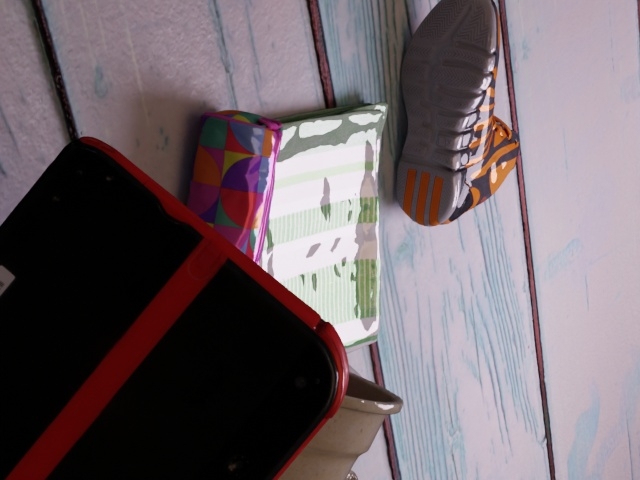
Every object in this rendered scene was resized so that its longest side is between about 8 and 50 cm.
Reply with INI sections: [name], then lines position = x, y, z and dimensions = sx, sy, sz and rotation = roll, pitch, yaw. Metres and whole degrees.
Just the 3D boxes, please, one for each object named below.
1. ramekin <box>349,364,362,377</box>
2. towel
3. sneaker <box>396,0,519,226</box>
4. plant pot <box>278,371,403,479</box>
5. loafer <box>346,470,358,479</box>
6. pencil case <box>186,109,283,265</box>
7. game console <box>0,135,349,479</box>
[ramekin]
position = -0.030, 0.219, 1.791
dimensions = 0.207, 0.109, 0.207
rotation = -32, 140, -32
[towel]
position = 0.000, 0.000, 1.862
dimensions = 0.248, 0.038, 0.324
rotation = -17, 115, -49
[sneaker]
position = 0.195, -0.183, 2.009
dimensions = 0.180, 0.125, 0.321
rotation = -19, 127, -54
[plant pot]
position = -0.119, 0.256, 1.554
dimensions = 0.334, 0.334, 0.305
rotation = 16, 92, -54
[loafer]
position = 0.008, 0.365, 1.955
dimensions = 0.102, 0.092, 0.268
rotation = -58, 157, -32
[pencil case]
position = -0.098, -0.027, 1.671
dimensions = 0.104, 0.104, 0.236
rotation = -5, 105, -52
[game console]
position = -0.202, 0.152, 1.361
dimensions = 0.386, 0.342, 0.060
rotation = -50, -178, 3
